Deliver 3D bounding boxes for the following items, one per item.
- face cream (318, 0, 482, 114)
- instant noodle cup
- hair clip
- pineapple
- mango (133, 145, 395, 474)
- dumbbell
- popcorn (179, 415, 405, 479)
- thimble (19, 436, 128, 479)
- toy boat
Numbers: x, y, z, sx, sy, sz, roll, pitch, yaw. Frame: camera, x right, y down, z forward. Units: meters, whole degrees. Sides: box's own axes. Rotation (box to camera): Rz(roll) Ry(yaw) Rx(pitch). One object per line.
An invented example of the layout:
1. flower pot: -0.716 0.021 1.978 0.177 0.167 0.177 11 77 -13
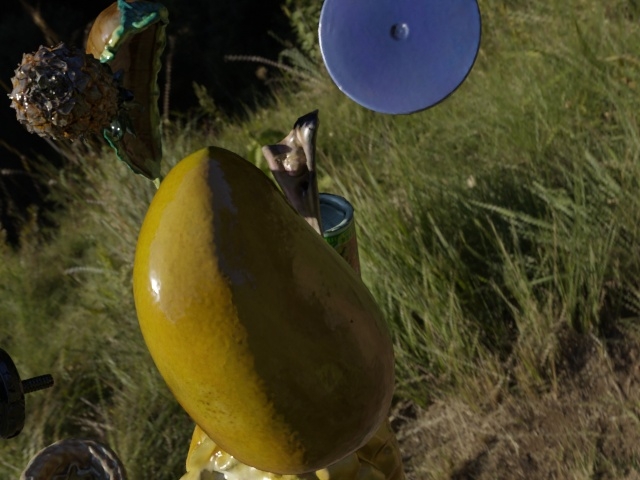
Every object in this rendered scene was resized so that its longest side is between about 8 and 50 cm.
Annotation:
1. face cream: 0.131 -0.328 1.371 0.248 0.225 0.249 1 101 7
2. instant noodle cup: -0.002 0.030 1.880 0.206 0.233 0.207 -1 39 1
3. hair clip: -0.008 0.000 0.968 0.069 0.301 0.173 -11 26 3
4. pineapple: -0.224 -0.130 0.769 0.103 0.221 0.083 3 95 -2
5. mango: -0.051 0.071 0.760 0.172 0.317 0.211 -8 33 41
6. dumbbell: -0.543 0.243 1.248 0.143 0.325 0.143 10 104 44
7. popcorn: -0.039 0.374 1.366 0.344 0.390 0.354 -35 53 -11
8. thimble: -0.445 0.490 1.576 0.229 0.148 0.196 32 48 27
9. toy boat: -0.237 -0.181 1.069 0.099 0.293 0.108 32 55 16
